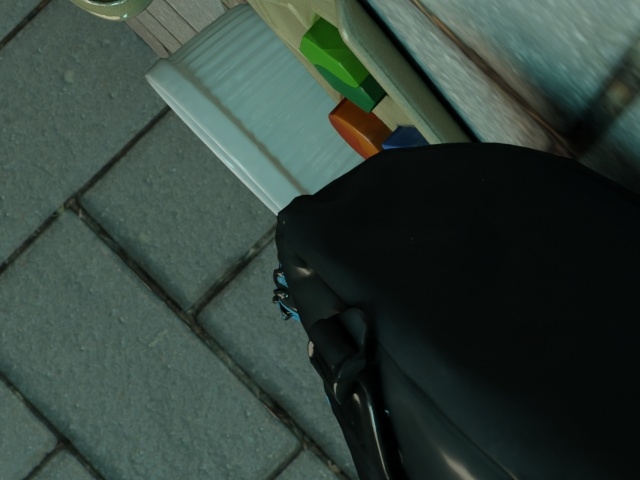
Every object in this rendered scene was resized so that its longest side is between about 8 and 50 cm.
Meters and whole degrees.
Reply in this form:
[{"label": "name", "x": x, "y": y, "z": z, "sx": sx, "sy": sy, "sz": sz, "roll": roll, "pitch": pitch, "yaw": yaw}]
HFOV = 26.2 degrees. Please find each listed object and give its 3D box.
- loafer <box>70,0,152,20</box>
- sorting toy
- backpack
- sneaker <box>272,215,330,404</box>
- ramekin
[{"label": "loafer", "x": -0.272, "y": -0.328, "z": 1.371, "sx": 0.268, "sy": 0.102, "sz": 0.092, "roll": 46, "pitch": -177, "yaw": -1}, {"label": "sorting toy", "x": -0.001, "y": -0.126, "z": 0.885, "sx": 0.307, "sy": 0.041, "sz": 0.229, "roll": 46, "pitch": 177, "yaw": -30}, {"label": "backpack", "x": 0.143, "y": 0.137, "z": 0.676, "sx": 0.290, "sy": 0.273, "sz": 0.356, "roll": 43, "pitch": 150, "yaw": 38}, {"label": "sneaker", "x": 0.000, "y": 0.000, "z": 1.309, "sx": 0.341, "sy": 0.139, "sz": 0.125, "roll": 62, "pitch": -179, "yaw": 11}, {"label": "ramekin", "x": -0.034, "y": -0.098, "z": 1.123, "sx": 0.207, "sy": 0.109, "sz": 0.207, "roll": 46, "pitch": 178, "yaw": 3}]
